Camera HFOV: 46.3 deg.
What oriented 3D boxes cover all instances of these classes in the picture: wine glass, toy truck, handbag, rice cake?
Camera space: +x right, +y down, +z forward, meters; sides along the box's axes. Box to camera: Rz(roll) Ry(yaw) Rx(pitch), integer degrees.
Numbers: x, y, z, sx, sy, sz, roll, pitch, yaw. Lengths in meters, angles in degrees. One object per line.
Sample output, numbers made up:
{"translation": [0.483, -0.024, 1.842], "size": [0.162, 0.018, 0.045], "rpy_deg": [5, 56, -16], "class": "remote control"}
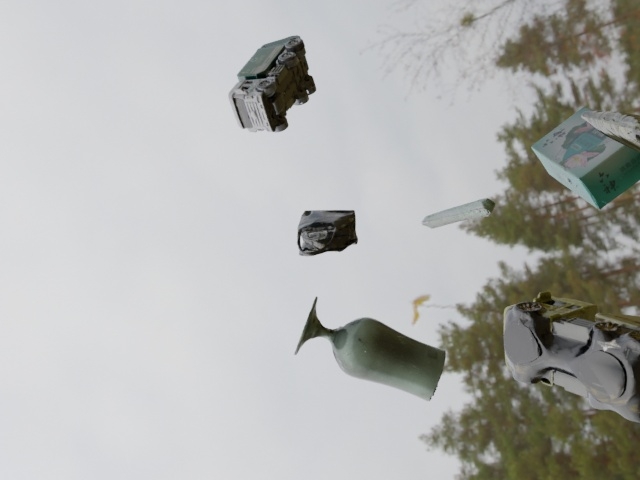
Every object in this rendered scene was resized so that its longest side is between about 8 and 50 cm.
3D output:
{"translation": [0.081, 0.178, 1.206], "size": [0.103, 0.231, 0.103], "rpy_deg": [21, -90, -87], "class": "wine glass"}
{"translation": [-0.091, -0.318, 1.502], "size": [0.253, 0.124, 0.114], "rpy_deg": [-60, -36, -42], "class": "toy truck"}
{"translation": [0.000, 0.000, 1.419], "size": [0.139, 0.115, 0.072], "rpy_deg": [-52, -41, -57], "class": "handbag"}
{"translation": [0.589, 0.228, 1.556], "size": [0.254, 0.405, 0.180], "rpy_deg": [-11, -76, -34], "class": "toy truck"}
{"translation": [0.291, -0.055, 1.603], "size": [0.033, 0.208, 0.033], "rpy_deg": [43, -118, -19], "class": "rice cake"}

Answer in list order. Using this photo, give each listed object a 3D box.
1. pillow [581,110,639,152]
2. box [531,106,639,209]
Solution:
{"translation": [0.519, -0.143, 1.119], "size": [0.212, 0.208, 0.052], "rpy_deg": [-100, 31, -77], "class": "pillow"}
{"translation": [0.575, -0.180, 1.590], "size": [0.092, 0.153, 0.245], "rpy_deg": [48, -172, -24], "class": "box"}
